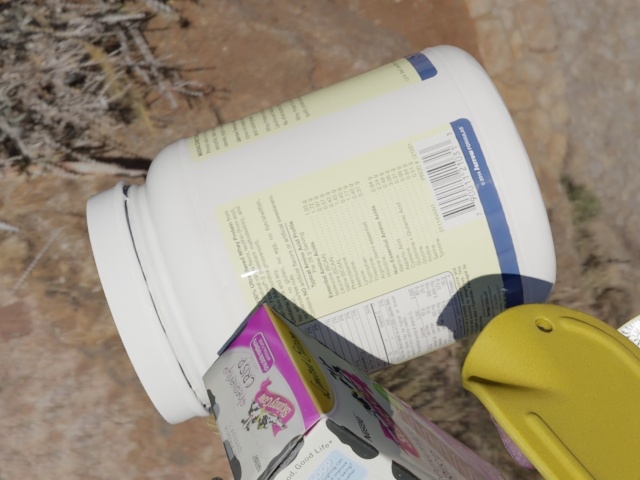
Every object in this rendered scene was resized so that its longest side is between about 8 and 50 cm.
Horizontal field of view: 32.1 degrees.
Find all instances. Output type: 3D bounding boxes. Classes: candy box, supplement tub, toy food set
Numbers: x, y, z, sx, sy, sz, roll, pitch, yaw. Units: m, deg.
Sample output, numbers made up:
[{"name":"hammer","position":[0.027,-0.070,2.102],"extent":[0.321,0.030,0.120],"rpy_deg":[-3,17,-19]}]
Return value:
[{"name":"candy box","position":[0.045,0.153,0.696],"extent":[0.233,0.159,0.071],"rpy_deg":[36,97,-24]},{"name":"supplement tub","position":[0.000,0.000,0.901],"extent":[0.324,0.235,0.236],"rpy_deg":[-20,96,-1]},{"name":"toy food set","position":[0.164,0.136,0.628],"extent":[0.128,0.071,0.218],"rpy_deg":[-15,52,-35]}]

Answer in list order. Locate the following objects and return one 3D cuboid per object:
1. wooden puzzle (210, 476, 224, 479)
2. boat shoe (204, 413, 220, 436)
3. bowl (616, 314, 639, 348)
[{"name":"wooden puzzle","position":[-0.221,0.587,1.837],"extent":[0.348,0.322,0.080],"rpy_deg":[-38,140,-17]},{"name":"boat shoe","position":[-0.081,0.148,1.298],"extent":[0.102,0.285,0.092],"rpy_deg":[15,56,2]},{"name":"bowl","position":[0.313,0.135,0.935],"extent":[0.080,0.170,0.170],"rpy_deg":[52,56,-28]}]
